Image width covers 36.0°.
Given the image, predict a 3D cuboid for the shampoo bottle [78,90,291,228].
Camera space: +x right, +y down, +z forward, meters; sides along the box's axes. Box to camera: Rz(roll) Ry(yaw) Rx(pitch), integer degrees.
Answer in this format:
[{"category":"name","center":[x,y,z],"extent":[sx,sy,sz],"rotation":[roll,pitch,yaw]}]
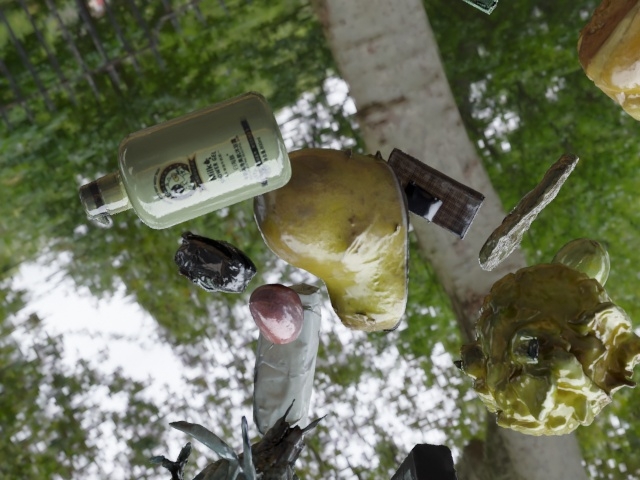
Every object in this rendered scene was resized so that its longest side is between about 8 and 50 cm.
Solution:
[{"category":"shampoo bottle","center":[-0.108,-0.056,0.764],"extent":[0.162,0.079,0.079],"rotation":[-20,-161,-5]}]

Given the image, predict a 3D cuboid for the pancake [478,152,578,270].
[{"category":"pancake","center":[0.339,-0.048,1.614],"extent":[0.222,0.042,0.236],"rotation":[-26,154,-57]}]

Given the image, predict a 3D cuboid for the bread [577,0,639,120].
[{"category":"bread","center":[0.455,-0.203,1.154],"extent":[0.167,0.294,0.132],"rotation":[-48,-151,39]}]

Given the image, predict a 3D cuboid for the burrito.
[{"category":"burrito","center":[-0.082,0.314,2.196],"extent":[0.139,0.446,0.101],"rotation":[7,-175,8]}]

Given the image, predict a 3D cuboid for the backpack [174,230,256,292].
[{"category":"backpack","center":[-0.209,0.053,1.964],"extent":[0.165,0.120,0.106],"rotation":[29,-84,48]}]

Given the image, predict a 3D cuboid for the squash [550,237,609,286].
[{"category":"squash","center":[0.360,0.103,1.458],"extent":[0.083,0.250,0.083],"rotation":[8,-146,-5]}]

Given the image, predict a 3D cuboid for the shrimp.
[{"category":"shrimp","center":[-0.140,0.302,0.879],"extent":[0.221,0.166,0.411],"rotation":[26,-104,29]}]

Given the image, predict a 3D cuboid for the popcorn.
[{"category":"popcorn","center":[0.282,0.135,1.218],"extent":[0.169,0.218,0.189],"rotation":[14,-179,-38]}]

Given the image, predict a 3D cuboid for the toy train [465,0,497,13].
[{"category":"toy train","center":[0.298,-0.469,1.889],"extent":[0.038,0.093,0.056],"rotation":[-59,165,7]}]

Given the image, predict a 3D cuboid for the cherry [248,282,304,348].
[{"category":"cherry","center":[-0.073,0.126,1.709],"extent":[0.087,0.106,0.126],"rotation":[-20,165,1]}]

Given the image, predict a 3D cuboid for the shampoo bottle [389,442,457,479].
[{"category":"shampoo bottle","center":[0.111,0.409,1.419],"extent":[0.071,0.309,0.098],"rotation":[5,-131,-19]}]

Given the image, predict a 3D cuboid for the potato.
[{"category":"potato","center":[0.000,0.000,2.058],"extent":[0.295,0.397,0.290],"rotation":[-4,-160,-23]}]

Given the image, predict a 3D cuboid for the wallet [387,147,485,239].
[{"category":"wallet","center":[0.240,-0.103,2.171],"extent":[0.230,0.124,0.042],"rotation":[28,-147,9]}]
